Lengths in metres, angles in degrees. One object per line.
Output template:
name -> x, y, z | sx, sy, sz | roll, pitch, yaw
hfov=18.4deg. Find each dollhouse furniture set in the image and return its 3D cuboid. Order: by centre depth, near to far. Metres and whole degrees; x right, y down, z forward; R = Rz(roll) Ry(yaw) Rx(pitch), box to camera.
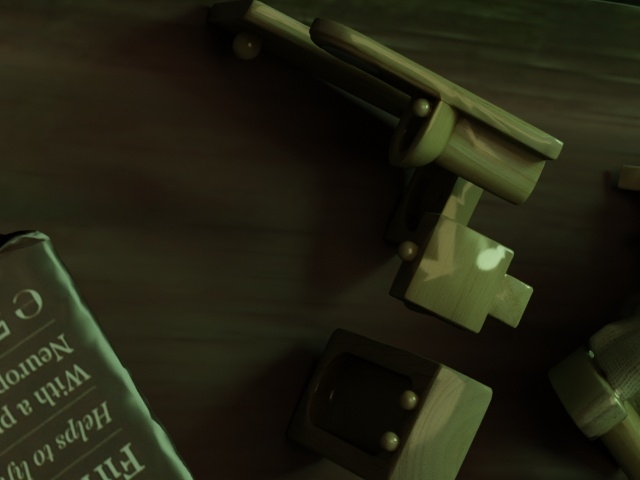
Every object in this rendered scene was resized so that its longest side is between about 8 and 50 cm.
dollhouse furniture set -> 0.000, 0.000, 0.767 | 0.123, 0.144, 0.151 | 26, 86, -19

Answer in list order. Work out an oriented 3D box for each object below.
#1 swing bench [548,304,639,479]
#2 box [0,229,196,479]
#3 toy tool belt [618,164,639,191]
swing bench -> 0.264, 0.072, 0.819 | 0.253, 0.165, 0.255 | -36, 95, 6
box -> -0.132, 0.128, 0.644 | 0.168, 0.167, 0.203 | -36, 101, -28
toy tool belt -> 0.170, 0.000, 0.907 | 0.051, 0.052, 0.083 | -16, 88, 1
